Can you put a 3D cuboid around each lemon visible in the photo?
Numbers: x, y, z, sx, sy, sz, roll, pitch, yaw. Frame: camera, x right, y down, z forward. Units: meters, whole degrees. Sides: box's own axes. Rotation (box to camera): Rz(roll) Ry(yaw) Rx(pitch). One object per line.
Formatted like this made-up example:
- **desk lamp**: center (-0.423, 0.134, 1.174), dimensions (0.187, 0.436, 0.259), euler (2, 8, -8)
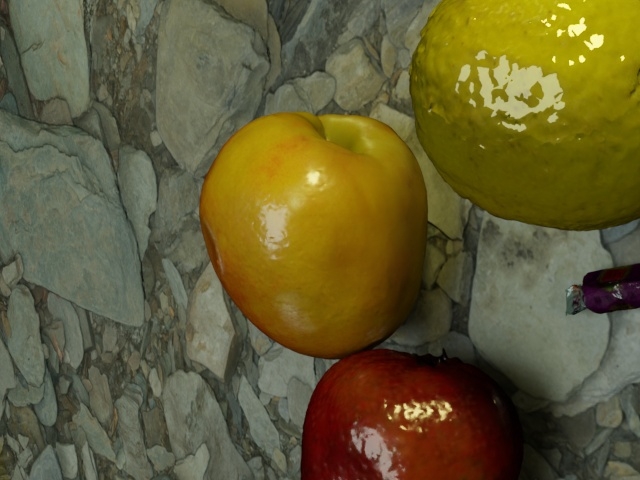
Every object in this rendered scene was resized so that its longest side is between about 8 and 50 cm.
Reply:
- **lemon**: center (0.232, -0.138, 0.985), dimensions (0.322, 0.268, 0.268), euler (19, 114, 24)

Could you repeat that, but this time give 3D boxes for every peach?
- **peach**: center (-0.004, 0.002, 1.290), dimensions (0.289, 0.289, 0.308), euler (32, 121, 43)

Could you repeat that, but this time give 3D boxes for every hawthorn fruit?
- **hawthorn fruit**: center (0.102, 0.280, 1.228), dimensions (0.265, 0.265, 0.307), euler (10, 96, 50)

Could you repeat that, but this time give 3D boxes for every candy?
- **candy**: center (0.318, 0.050, 1.093), dimensions (0.175, 0.045, 0.043), euler (-16, 119, 50)
